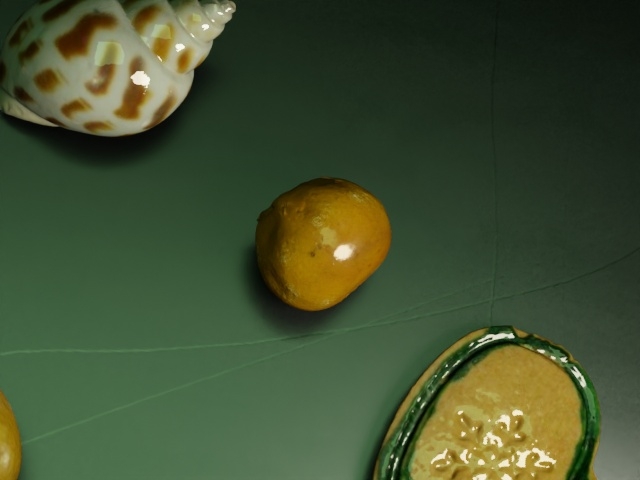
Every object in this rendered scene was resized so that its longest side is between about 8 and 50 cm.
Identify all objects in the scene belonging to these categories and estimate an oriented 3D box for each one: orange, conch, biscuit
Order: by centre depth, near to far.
[{"bbox_3d":[0.000,0.000,1.904,0.154,0.154,0.134,-42,93,-17],"label":"orange"},{"bbox_3d":[0.201,0.269,1.905,0.287,0.057,0.344,31,72,2],"label":"biscuit"},{"bbox_3d":[-0.228,-0.207,1.933,0.274,0.149,0.183,-16,81,-10],"label":"conch"}]

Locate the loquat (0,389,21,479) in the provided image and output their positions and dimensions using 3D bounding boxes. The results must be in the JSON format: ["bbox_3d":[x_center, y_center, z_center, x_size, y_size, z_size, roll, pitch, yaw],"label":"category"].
[{"bbox_3d":[-0.402,0.219,1.758,0.213,0.213,0.213,2,73,-8],"label":"loquat"}]
